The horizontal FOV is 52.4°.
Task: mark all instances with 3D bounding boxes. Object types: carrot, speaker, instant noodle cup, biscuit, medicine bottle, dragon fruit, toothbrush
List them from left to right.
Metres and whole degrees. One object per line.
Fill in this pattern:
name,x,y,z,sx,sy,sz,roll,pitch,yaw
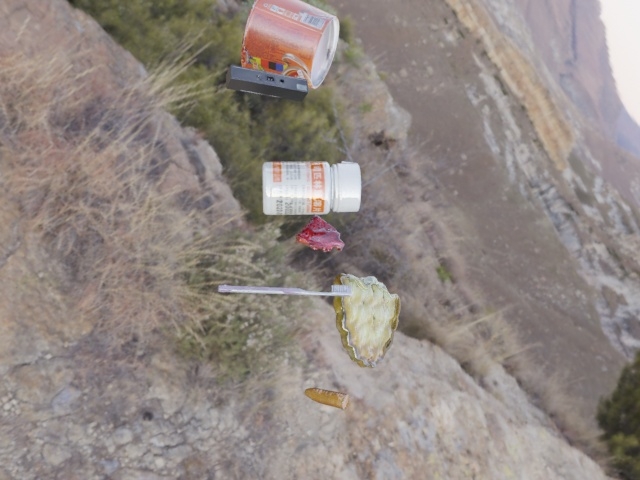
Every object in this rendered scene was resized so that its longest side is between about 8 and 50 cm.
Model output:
speaker,-0.125,-0.372,1.542,0.191,0.046,0.040,5,67,-22
toothbrush,-0.088,0.126,1.694,0.354,0.024,0.029,3,72,-13
instant noodle cup,-0.074,-0.529,1.738,0.192,0.250,0.250,21,23,10
medicine bottle,-0.025,-0.136,1.687,0.144,0.252,0.144,180,-90,-83
dragon fruit,-0.001,0.000,1.833,0.131,0.097,0.063,37,12,-3
carrot,0.016,0.450,1.869,0.048,0.139,0.048,-15,107,-57
biscuit,0.134,0.211,1.998,0.335,0.078,0.329,60,39,-28
